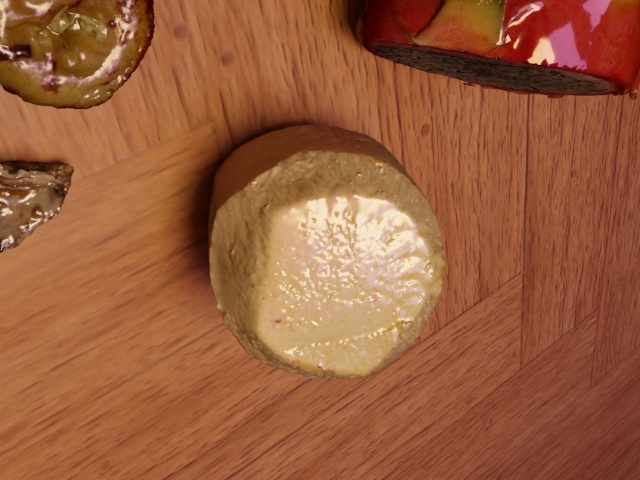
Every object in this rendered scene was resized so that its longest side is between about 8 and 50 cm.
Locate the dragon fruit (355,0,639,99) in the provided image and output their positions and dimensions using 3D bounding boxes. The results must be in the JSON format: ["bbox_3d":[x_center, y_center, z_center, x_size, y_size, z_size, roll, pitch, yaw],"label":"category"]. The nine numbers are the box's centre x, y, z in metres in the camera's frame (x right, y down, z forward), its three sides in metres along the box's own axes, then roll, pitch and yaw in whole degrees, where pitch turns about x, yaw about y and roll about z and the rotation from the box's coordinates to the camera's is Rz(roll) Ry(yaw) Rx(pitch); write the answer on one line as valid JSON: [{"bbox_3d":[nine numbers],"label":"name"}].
[{"bbox_3d":[0.194,-0.274,0.693,0.305,0.305,0.225,5,103,-42],"label":"dragon fruit"}]

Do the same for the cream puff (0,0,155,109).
[{"bbox_3d":[-0.207,-0.177,0.539,0.149,0.084,0.149,-17,123,-29],"label":"cream puff"}]

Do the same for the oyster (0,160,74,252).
[{"bbox_3d":[-0.289,-0.028,0.573,0.177,0.056,0.105,-31,142,-23],"label":"oyster"}]

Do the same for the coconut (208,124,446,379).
[{"bbox_3d":[0.000,0.000,0.713,0.239,0.244,0.239,-3,109,-8],"label":"coconut"}]
